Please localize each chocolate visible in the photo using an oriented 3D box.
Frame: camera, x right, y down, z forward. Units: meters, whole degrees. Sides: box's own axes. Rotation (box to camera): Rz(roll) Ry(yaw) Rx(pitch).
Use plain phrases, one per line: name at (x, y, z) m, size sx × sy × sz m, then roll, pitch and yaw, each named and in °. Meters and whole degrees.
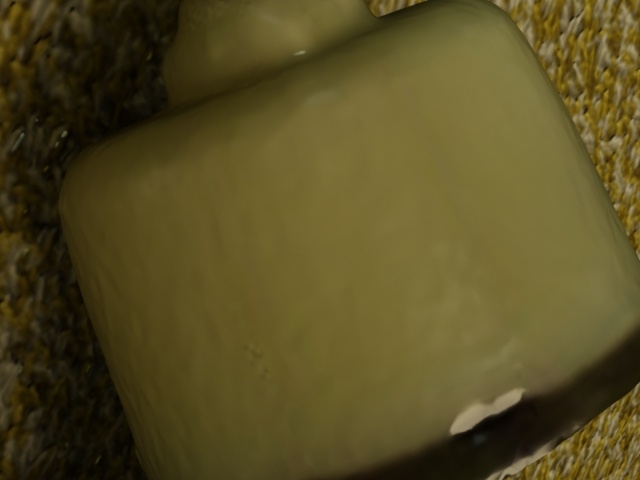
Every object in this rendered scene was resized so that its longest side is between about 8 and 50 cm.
chocolate at (0.000, 0.000, 0.855) m, size 0.326 × 0.297 × 0.314 m, roll -30°, pitch 180°, yaw 41°
